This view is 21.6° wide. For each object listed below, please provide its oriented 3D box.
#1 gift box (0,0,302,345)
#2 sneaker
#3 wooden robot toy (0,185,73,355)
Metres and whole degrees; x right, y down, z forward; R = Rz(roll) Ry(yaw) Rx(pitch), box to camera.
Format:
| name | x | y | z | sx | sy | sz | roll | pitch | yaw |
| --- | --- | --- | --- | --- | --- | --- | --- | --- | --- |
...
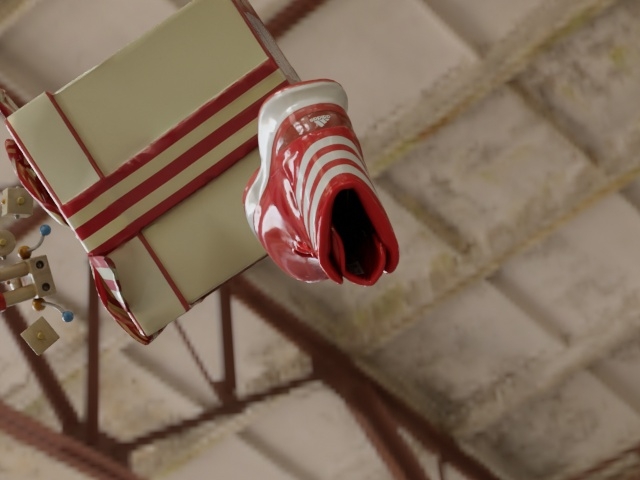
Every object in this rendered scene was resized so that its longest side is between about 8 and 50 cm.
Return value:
| name | x | y | z | sx | sy | sz | roll | pitch | yaw |
| --- | --- | --- | --- | --- | --- | --- | --- | --- | --- |
| gift box | -0.131 | -0.075 | 1.492 | 0.258 | 0.276 | 0.255 | -33 | -93 | 6 |
| sneaker | 0.000 | 0.000 | 1.169 | 0.087 | 0.128 | 0.221 | -16 | -31 | -4 |
| wooden robot toy | -0.313 | 0.034 | 1.733 | 0.076 | 0.173 | 0.079 | -15 | 2 | -22 |
